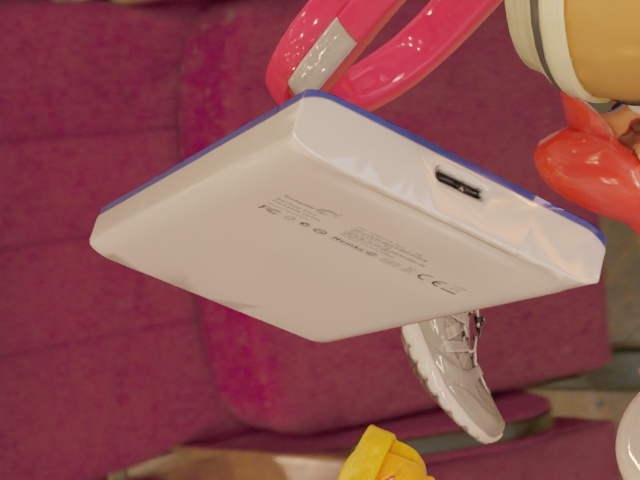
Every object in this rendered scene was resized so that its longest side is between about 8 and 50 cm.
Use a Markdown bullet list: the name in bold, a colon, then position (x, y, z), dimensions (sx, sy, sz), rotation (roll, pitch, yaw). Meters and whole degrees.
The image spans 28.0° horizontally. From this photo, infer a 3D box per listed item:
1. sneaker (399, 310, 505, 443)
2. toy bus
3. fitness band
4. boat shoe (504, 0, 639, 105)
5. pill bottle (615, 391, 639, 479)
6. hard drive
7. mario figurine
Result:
- **sneaker**: position (0.143, 0.094, 1.428), dimensions (0.115, 0.105, 0.281), rotation (-28, 94, -2)
- **toy bus**: position (0.104, 0.301, 1.200), dimensions (0.211, 0.149, 0.220), rotation (16, 141, 17)
- **fitness band**: position (0.074, -0.188, 0.996), dimensions (0.054, 0.209, 0.291), rotation (54, 129, 10)
- **boat shoe**: position (0.277, -0.237, 0.616), dimensions (0.156, 0.500, 0.186), rotation (20, 147, 35)
- **pill bottle**: position (0.367, 0.243, 1.083), dimensions (0.161, 0.161, 0.283), rotation (4, 138, 40)
- **hard drive**: position (0.000, 0.000, 0.840), dimensions (0.319, 0.210, 0.040), rotation (-20, 51, 59)
- **mario figurine**: position (0.316, -0.134, 1.026), dimensions (0.321, 0.198, 0.170), rotation (-24, 43, 7)
